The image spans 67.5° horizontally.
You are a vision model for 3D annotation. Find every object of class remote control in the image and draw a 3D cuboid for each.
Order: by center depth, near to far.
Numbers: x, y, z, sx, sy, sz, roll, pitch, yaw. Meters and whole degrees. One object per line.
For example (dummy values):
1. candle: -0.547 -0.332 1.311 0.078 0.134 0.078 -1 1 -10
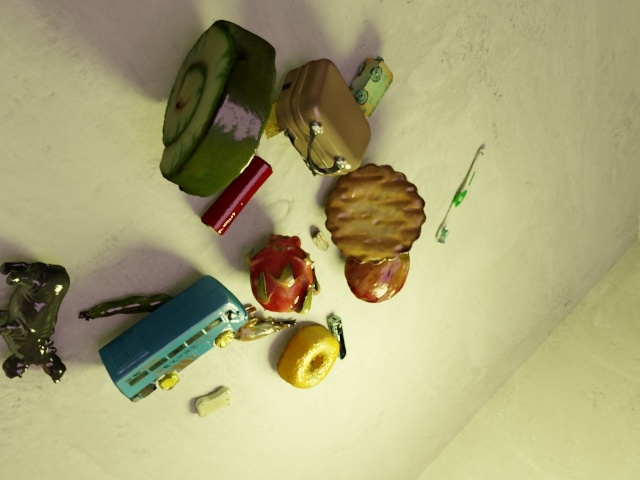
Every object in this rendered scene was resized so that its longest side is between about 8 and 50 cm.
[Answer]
1. remote control: -0.352 0.534 1.585 0.122 0.032 0.074 -17 121 -30

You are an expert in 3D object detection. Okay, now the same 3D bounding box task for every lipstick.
1. lipstick: -0.230 -0.126 1.328 0.241 0.080 0.080 -52 131 -6

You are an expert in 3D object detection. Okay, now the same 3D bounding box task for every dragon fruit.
1. dragon fruit: -0.110 0.103 1.440 0.224 0.224 0.226 -17 117 -30

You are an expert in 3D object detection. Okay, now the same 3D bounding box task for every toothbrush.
1. toothbrush: 0.561 -0.180 1.927 0.042 0.040 0.417 21 94 -43

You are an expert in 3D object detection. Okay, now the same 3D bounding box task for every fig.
1. fig: 0.205 0.092 1.677 0.224 0.224 0.263 23 96 -41

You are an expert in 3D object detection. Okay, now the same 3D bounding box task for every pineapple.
1. pineapple: -0.098 -0.335 1.335 0.114 0.077 0.114 -22 130 -43

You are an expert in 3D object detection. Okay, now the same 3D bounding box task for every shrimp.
1. shrimp: -0.175 0.267 1.569 0.262 0.066 0.117 -7 115 -36

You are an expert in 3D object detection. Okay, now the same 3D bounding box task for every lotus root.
1. lotus root: -0.002 0.000 1.592 0.083 0.030 0.037 57 45 -42

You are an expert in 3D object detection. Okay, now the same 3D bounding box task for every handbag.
1. handbag: 0.005 -0.303 1.312 0.302 0.149 0.283 50 45 -43

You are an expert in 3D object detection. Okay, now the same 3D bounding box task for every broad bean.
1. broad bean: -0.492 0.176 1.302 0.298 0.043 0.060 -2 132 -35

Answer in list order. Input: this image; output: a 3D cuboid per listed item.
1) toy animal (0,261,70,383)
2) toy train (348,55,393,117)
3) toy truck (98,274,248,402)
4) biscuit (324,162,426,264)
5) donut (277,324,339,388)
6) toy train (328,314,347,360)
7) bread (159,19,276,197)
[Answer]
1. toy animal: -0.690 0.203 1.130 0.168 0.106 0.343 -6 121 -42
2. toy train: 0.145 -0.462 1.450 0.099 0.072 0.188 32 91 -41
3. toy truck: -0.391 0.262 1.313 0.385 0.161 0.162 -35 144 -15
4. biscuit: 0.173 -0.084 1.542 0.325 0.326 0.107 -60 174 2
5. donut: -0.040 0.417 1.719 0.254 0.118 0.253 -32 136 -37
6. toy train: 0.068 0.372 1.811 0.043 0.047 0.207 -32 128 -29
7. bread: -0.235 -0.283 1.059 0.129 0.366 0.381 20 96 -35
